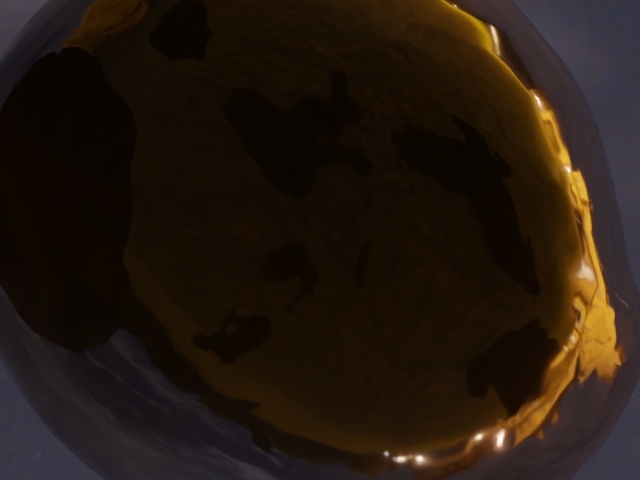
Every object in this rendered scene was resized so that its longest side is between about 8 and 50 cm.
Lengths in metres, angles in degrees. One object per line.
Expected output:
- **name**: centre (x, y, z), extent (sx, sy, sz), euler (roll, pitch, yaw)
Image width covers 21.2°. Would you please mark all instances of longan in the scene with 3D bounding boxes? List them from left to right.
- **longan**: centre (0.000, 0.000, 0.446), extent (0.187, 0.167, 0.167), euler (40, -118, -33)
